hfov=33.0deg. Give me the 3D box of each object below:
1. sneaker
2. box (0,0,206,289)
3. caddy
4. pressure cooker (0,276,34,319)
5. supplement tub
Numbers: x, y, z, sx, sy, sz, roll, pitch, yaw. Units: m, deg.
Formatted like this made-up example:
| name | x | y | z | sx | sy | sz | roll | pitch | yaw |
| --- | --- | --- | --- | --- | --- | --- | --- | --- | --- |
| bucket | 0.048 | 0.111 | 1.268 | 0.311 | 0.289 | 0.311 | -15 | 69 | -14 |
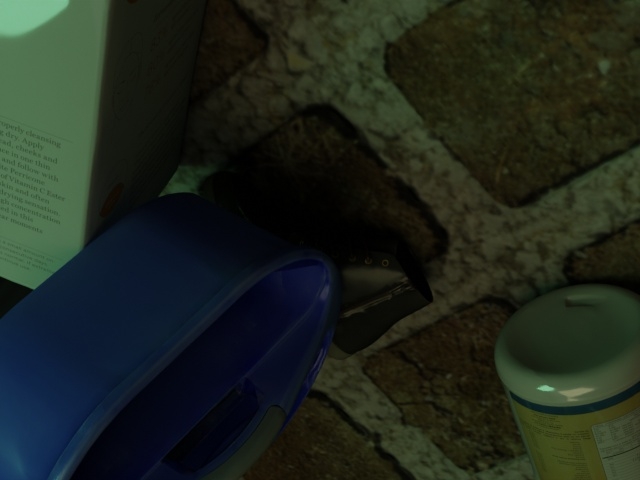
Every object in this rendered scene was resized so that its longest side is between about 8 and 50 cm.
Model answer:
| name | x | y | z | sx | sy | sz | roll | pitch | yaw |
| --- | --- | --- | --- | --- | --- | --- | --- | --- | --- |
| sneaker | 0.000 | 0.000 | 0.993 | 0.118 | 0.083 | 0.222 | -34 | 111 | 24 |
| box | -0.202 | -0.160 | 0.843 | 0.168 | 0.215 | 0.345 | 21 | 130 | 4 |
| caddy | -0.119 | 0.125 | 0.858 | 0.179 | 0.341 | 0.241 | 32 | 149 | 24 |
| pressure cooker | -0.374 | 0.214 | 1.061 | 0.370 | 0.420 | 0.375 | 32 | 131 | -7 |
| supplement tub | 0.248 | 0.154 | 0.966 | 0.144 | 0.144 | 0.199 | -8 | 123 | 25 |
